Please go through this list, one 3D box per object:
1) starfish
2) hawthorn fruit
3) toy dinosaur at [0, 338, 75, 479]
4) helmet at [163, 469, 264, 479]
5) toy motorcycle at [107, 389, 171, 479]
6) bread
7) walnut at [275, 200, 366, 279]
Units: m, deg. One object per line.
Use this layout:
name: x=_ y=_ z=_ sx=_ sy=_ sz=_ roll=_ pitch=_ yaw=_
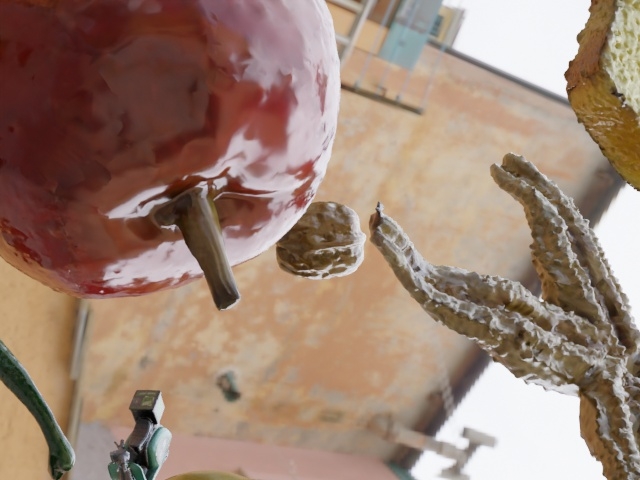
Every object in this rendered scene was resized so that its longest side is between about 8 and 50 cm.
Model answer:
starfish: x=0.192 y=0.077 z=0.903 sx=0.432 sy=0.324 sz=0.082 roll=57 pitch=-50 yaw=29
hawthorn fruit: x=-0.111 y=-0.079 z=0.714 sx=0.287 sy=0.287 sz=0.330 roll=-53 pitch=-136 yaw=28
toy dinosaur: x=-0.338 y=-0.028 z=0.927 sx=0.300 sy=0.087 sz=0.447 roll=10 pitch=-68 yaw=43
helmet: x=-0.103 y=0.281 z=0.970 sx=0.205 sy=0.257 sz=0.140 roll=50 pitch=-55 yaw=32
toy motorcycle: x=-0.257 y=0.301 z=1.522 sx=0.058 sy=0.100 sz=0.173 roll=-1 pitch=-143 yaw=14
bread: x=0.259 y=-0.115 z=0.861 sx=0.065 sy=0.187 sz=0.103 roll=1 pitch=-128 yaw=55
walnut: x=0.000 y=0.000 z=1.105 sx=0.082 sy=0.096 sz=0.079 roll=-164 pitch=-111 yaw=-78
